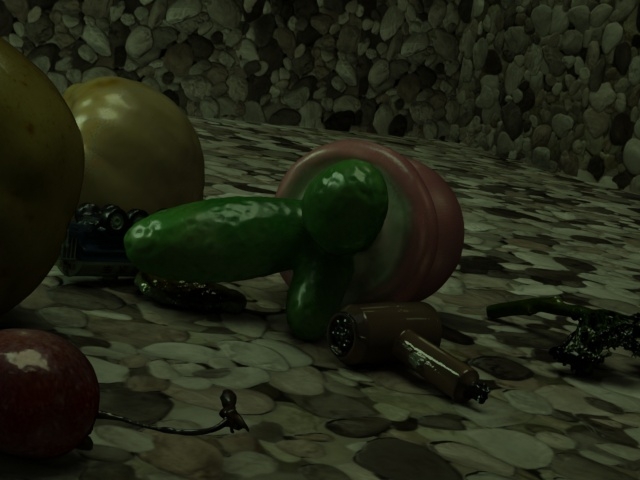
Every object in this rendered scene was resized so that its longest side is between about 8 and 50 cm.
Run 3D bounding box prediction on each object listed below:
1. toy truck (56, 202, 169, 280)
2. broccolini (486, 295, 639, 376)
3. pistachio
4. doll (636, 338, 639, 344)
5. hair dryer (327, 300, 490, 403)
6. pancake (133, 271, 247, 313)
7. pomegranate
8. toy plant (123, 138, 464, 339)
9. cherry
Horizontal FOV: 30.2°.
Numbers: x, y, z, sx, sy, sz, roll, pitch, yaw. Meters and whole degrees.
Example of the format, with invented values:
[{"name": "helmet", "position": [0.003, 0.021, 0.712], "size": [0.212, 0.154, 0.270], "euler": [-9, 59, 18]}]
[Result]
[{"name": "toy truck", "position": [-0.223, 0.004, 1.389], "size": [0.201, 0.088, 0.074], "euler": [3, 4, -43]}, {"name": "broccolini", "position": [0.270, 0.108, 1.384], "size": [0.123, 0.062, 0.271], "euler": [-13, 9, -30]}, {"name": "pistachio", "position": [-0.267, -0.100, 1.565], "size": [0.238, 0.229, 0.321], "euler": [54, 13, 6]}, {"name": "doll", "position": [0.413, 0.124, 1.380], "size": [0.106, 0.062, 0.162], "euler": [11, 12, 13]}, {"name": "hair dryer", "position": [0.100, 0.115, 1.182], "size": [0.117, 0.064, 0.181], "euler": [0, 20, -37]}, {"name": "pancake", "position": [-0.150, 0.058, 1.353], "size": [0.129, 0.023, 0.116], "euler": [11, 10, -20]}, {"name": "pomegranate", "position": [-0.383, -0.061, 1.083], "size": [0.319, 0.319, 0.319], "euler": [9, 11, -2]}, {"name": "toy plant", "position": [0.002, -0.004, 1.363], "size": [0.317, 0.211, 0.356], "euler": [-11, 1, 30]}, {"name": "cherry", "position": [-0.171, 0.116, 0.871], "size": [0.225, 0.090, 0.107], "euler": [10, -1, -23]}]
